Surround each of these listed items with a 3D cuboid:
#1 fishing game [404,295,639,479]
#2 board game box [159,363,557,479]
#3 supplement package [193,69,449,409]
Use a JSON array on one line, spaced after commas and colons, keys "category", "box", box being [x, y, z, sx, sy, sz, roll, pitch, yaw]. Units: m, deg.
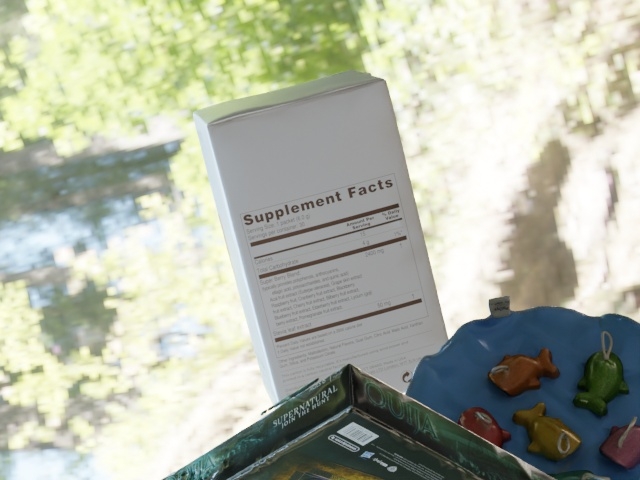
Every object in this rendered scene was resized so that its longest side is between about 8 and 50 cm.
[{"category": "fishing game", "box": [0.141, 0.099, 1.021, 0.264, 0.189, 0.041, -21, -42, -18]}, {"category": "board game box", "box": [0.033, 0.127, 0.785, 0.186, 0.126, 0.026, 32, -142, -35]}, {"category": "supplement package", "box": [0.000, 0.000, 1.678, 0.175, 0.177, 0.293, -15, -80, -6]}]
